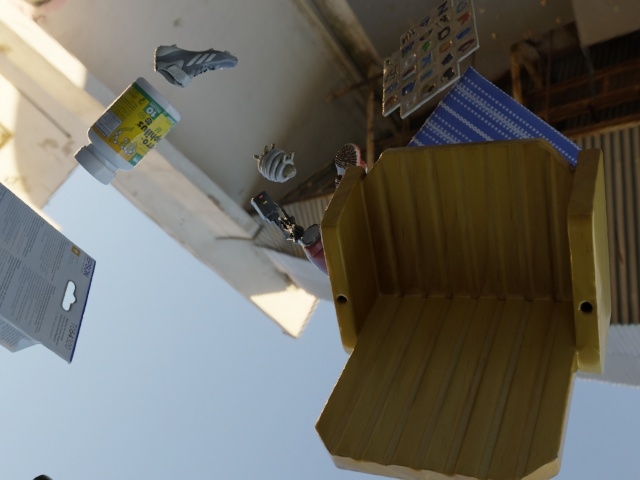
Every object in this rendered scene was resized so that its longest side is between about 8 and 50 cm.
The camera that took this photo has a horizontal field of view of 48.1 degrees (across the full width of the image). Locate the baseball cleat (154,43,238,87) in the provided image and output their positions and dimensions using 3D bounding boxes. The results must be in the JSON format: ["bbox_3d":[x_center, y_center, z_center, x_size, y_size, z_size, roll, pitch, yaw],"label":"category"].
[{"bbox_3d":[-0.307,-0.425,1.778,0.072,0.206,0.109,137,-47,-69],"label":"baseball cleat"}]

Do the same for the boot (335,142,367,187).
[{"bbox_3d":[0.082,-0.189,1.762,0.059,0.158,0.084,34,-123,21],"label":"boot"}]

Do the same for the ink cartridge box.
[{"bbox_3d":[-0.594,0.050,1.371,0.071,0.330,0.324,-32,-147,15],"label":"ink cartridge box"}]

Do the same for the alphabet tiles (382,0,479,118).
[{"bbox_3d":[0.260,-0.449,1.739,0.285,0.011,0.342,-33,-144,35],"label":"alphabet tiles"}]

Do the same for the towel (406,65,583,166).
[{"bbox_3d":[0.236,-0.082,1.172,0.336,0.243,0.040,-53,-176,31],"label":"towel"}]

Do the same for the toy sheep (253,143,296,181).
[{"bbox_3d":[-0.116,-0.196,1.832,0.132,0.091,0.091,28,-108,29],"label":"toy sheep"}]

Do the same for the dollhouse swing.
[{"bbox_3d":[0.147,0.073,0.872,0.347,0.315,0.305,0,-158,29],"label":"dollhouse swing"}]

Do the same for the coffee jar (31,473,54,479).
[{"bbox_3d":[-0.554,0.569,1.502,0.184,0.079,0.096,12,-130,40],"label":"coffee jar"}]

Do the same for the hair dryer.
[{"bbox_3d":[0.000,0.000,1.423,0.080,0.293,0.223,-47,172,4],"label":"hair dryer"}]

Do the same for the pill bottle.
[{"bbox_3d":[-0.389,-0.215,1.436,0.208,0.117,0.117,-46,-145,-1],"label":"pill bottle"}]
